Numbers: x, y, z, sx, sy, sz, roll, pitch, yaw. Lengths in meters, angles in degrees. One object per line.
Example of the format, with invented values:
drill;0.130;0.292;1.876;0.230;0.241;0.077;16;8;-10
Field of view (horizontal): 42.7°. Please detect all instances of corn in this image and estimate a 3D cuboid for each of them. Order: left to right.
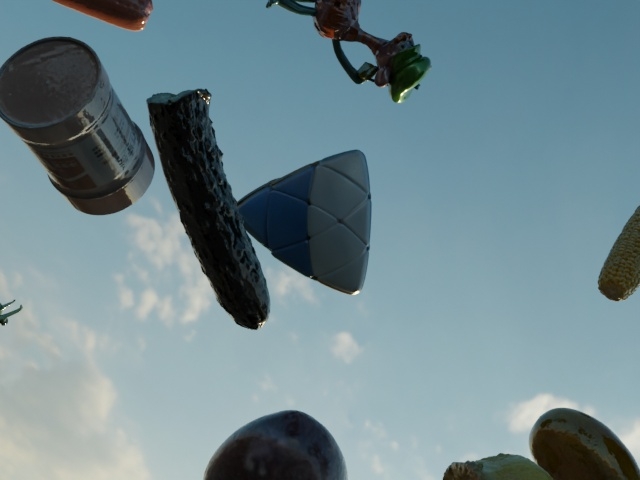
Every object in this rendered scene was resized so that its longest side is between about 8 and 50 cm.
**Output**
corn;0.616;0.012;1.581;0.091;0.260;0.091;42;-29;4

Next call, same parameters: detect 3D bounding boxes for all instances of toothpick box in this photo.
toothpick box;-0.220;-0.100;0.747;0.098;0.098;0.149;27;-21;20

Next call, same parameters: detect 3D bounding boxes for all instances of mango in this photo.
mango;0.356;0.313;1.054;0.136;0.099;0.227;98;-28;-43

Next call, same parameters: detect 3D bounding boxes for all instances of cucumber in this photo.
cucumber;-0.126;-0.028;0.945;0.081;0.072;0.303;5;-60;35

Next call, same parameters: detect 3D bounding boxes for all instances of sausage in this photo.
sausage;-0.320;-0.352;1.183;0.154;0.062;0.062;18;-28;-18

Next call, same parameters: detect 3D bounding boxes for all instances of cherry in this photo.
cherry;-0.063;0.360;1.176;0.183;0.213;0.266;-125;-139;-65

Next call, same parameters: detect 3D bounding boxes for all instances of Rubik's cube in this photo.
Rubik's cube;0.000;0.000;1.434;0.254;0.254;0.254;26;-36;21

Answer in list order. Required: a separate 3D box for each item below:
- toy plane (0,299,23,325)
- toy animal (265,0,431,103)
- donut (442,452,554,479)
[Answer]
toy plane;-0.521;0.127;1.286;0.102;0.111;0.040;-15;-61;11
toy animal;0.033;-0.244;0.984;0.208;0.100;0.103;33;-40;-2
donut;0.161;0.244;0.631;0.162;0.065;0.178;-151;-137;-67
